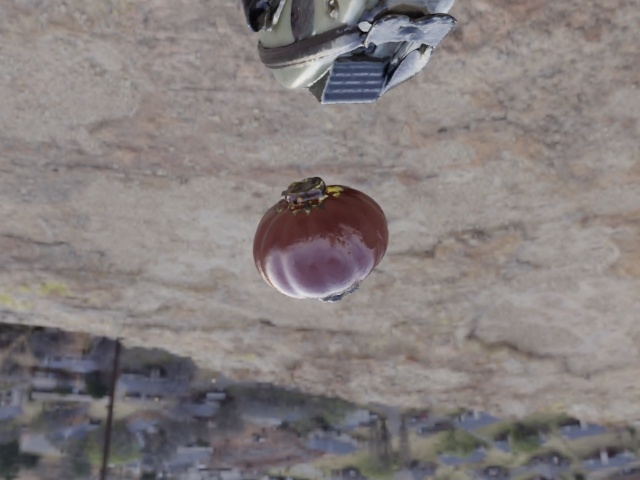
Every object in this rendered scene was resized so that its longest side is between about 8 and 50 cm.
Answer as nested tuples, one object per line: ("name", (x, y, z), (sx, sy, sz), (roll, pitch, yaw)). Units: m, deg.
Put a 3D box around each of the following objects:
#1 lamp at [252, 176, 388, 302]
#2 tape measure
("lamp", (0.000, 0.000, 0.639), (0.101, 0.101, 0.090), (-13, 113, 20))
("tape measure", (0.007, -0.231, 0.841), (0.133, 0.271, 0.231), (-7, 153, -25))
